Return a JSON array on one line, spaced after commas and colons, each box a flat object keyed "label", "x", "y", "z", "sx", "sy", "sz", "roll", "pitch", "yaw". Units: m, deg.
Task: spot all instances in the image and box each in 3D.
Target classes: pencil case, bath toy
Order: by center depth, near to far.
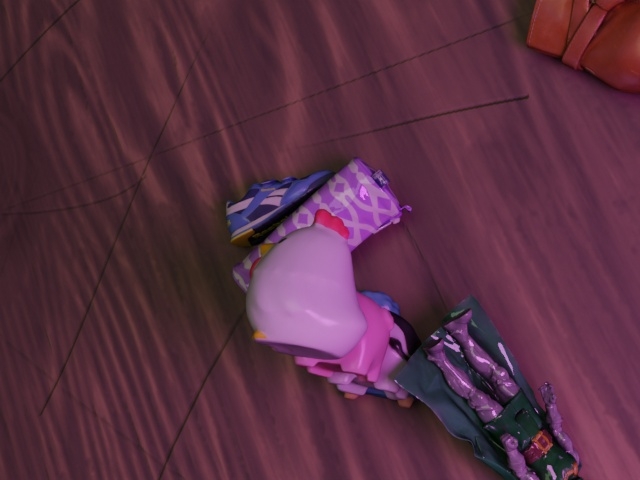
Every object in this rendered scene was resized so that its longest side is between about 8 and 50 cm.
[{"label": "bath toy", "x": 0.013, "y": 0.067, "z": 1.175, "sx": 0.151, "sy": 0.348, "sz": 0.129, "roll": 8, "pitch": 77, "yaw": 16}, {"label": "pencil case", "x": 0.000, "y": 0.000, "z": 1.351, "sx": 0.206, "sy": 0.086, "sz": 0.088, "roll": -41, "pitch": 91, "yaw": 8}]

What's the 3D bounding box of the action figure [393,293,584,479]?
[{"label": "action figure", "x": 0.187, "y": 0.175, "z": 1.190, "sx": 0.232, "sy": 0.063, "sz": 0.137, "roll": 50, "pitch": 58, "yaw": -6}]

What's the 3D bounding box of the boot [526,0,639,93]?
[{"label": "boot", "x": 0.356, "y": -0.286, "z": 1.285, "sx": 0.220, "sy": 0.109, "sz": 0.283, "roll": 23, "pitch": 91, "yaw": 30}]

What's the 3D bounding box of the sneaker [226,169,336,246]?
[{"label": "sneaker", "x": -0.047, "y": -0.048, "z": 1.398, "sx": 0.144, "sy": 0.053, "sz": 0.059, "roll": -27, "pitch": 64, "yaw": 12}]
